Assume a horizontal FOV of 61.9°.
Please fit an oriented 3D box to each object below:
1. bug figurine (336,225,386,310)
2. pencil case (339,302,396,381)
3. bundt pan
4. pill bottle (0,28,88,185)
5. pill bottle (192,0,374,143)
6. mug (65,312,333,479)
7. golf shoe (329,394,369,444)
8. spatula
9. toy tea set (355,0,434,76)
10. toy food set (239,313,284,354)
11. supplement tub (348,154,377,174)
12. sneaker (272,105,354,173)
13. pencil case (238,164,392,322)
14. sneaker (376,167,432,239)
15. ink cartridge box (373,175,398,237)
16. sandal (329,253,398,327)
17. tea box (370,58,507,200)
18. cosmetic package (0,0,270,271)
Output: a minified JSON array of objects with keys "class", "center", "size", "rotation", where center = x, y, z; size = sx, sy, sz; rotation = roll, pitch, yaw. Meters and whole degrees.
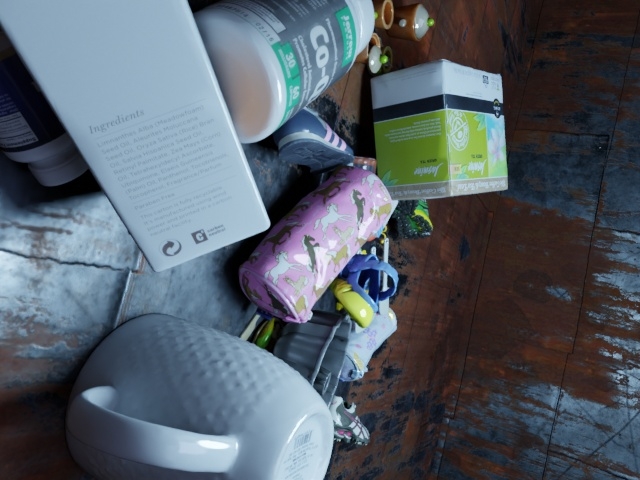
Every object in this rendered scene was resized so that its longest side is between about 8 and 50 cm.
[{"class":"bug figurine","center":[0.118,0.082,1.517],"size":[0.216,0.072,0.279],"rotation":[-32,128,-53]},{"class":"pencil case","center":[0.120,0.287,1.543],"size":[0.273,0.124,0.113],"rotation":[-41,134,-50]},{"class":"bundt pan","center":[-0.041,0.305,1.206],"size":[0.331,0.124,0.331],"rotation":[16,90,-75]},{"class":"pill bottle","center":[-0.327,-0.147,0.594],"size":[0.094,0.094,0.169],"rotation":[-56,145,-36]},{"class":"pill bottle","center":[-0.060,-0.329,0.897],"size":[0.361,0.204,0.204],"rotation":[-50,141,-41]},{"class":"mug","center":[-0.181,0.267,0.767],"size":[0.374,0.328,0.276],"rotation":[35,69,-60]},{"class":"golf shoe","center":[0.089,0.546,1.609],"size":[0.273,0.105,0.120],"rotation":[46,53,-58]},{"class":"spatula","center":[0.145,0.123,1.480],"size":[0.168,0.019,0.242],"rotation":[-19,117,-42]},{"class":"toy tea set","center":[0.194,-0.537,1.366],"size":[0.336,0.124,0.200],"rotation":[-66,149,-23]},{"class":"toy food set","center":[-0.111,0.238,1.189],"size":[0.132,0.038,0.192],"rotation":[-58,146,-33]},{"class":"supplement tub","center":[0.078,-0.113,1.335],"size":[0.106,0.106,0.198],"rotation":[-8,106,-60]},{"class":"sneaker","center":[-0.012,-0.226,1.140],"size":[0.319,0.112,0.131],"rotation":[9,61,-73]},{"class":"pencil case","center":[0.000,0.000,1.130],"size":[0.386,0.160,0.167],"rotation":[-49,143,-31]},{"class":"sneaker","center":[0.243,-0.141,1.640],"size":[0.343,0.134,0.146],"rotation":[52,30,-50]},{"class":"ink cartridge box","center":[0.144,-0.097,1.462],"size":[0.180,0.104,0.060],"rotation":[-57,145,-34]},{"class":"sandal","center":[0.080,0.080,1.225],"size":[0.138,0.317,0.126],"rotation":[-38,119,-3]},{"class":"tea box","center":[0.322,-0.276,1.417],"size":[0.329,0.220,0.323],"rotation":[-11,98,-47]},{"class":"cosmetic package","center":[-0.215,-0.212,0.596],"size":[0.161,0.230,0.453],"rotation":[-22,132,-5]}]
